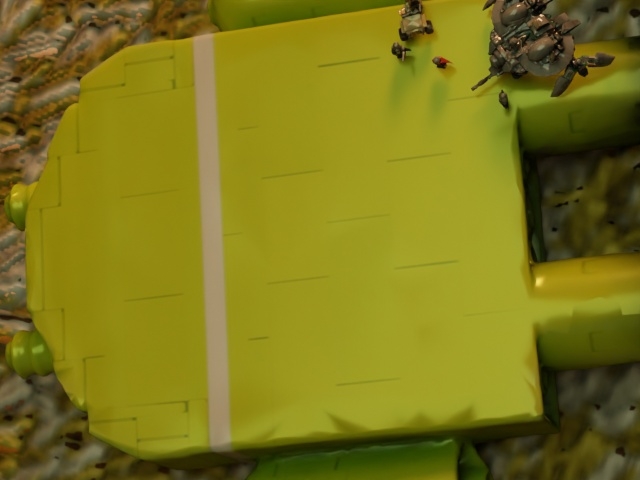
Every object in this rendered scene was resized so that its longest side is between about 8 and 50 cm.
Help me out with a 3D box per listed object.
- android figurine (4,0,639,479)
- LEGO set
[{"bbox_3d":[0.000,0.000,0.736,0.272,0.056,0.248,-9,75,16],"label":"android figurine"},{"bbox_3d":[0.064,-0.075,0.693,0.083,0.023,0.054,-5,76,15],"label":"LEGO set"}]
